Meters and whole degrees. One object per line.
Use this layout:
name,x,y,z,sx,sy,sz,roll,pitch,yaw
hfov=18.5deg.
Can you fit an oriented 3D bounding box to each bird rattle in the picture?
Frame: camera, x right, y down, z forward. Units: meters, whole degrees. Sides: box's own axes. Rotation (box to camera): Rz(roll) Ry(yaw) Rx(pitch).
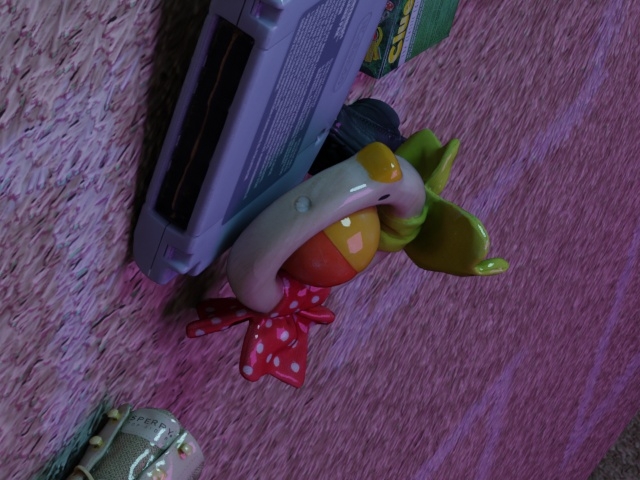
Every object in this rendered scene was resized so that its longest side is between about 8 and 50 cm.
bird rattle,0.000,0.000,1.483,0.254,0.143,0.207,-25,158,5

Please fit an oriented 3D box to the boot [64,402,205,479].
boot,-0.173,0.195,1.422,0.203,0.095,0.262,-53,160,-24

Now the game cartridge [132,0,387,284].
game cartridge,-0.030,-0.118,1.380,0.198,0.062,0.297,-47,166,-47

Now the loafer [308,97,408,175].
loafer,0.029,-0.083,1.617,0.223,0.076,0.078,37,63,-66

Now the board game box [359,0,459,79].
board game box,0.100,-0.268,1.611,0.136,0.030,0.259,-38,149,-54
